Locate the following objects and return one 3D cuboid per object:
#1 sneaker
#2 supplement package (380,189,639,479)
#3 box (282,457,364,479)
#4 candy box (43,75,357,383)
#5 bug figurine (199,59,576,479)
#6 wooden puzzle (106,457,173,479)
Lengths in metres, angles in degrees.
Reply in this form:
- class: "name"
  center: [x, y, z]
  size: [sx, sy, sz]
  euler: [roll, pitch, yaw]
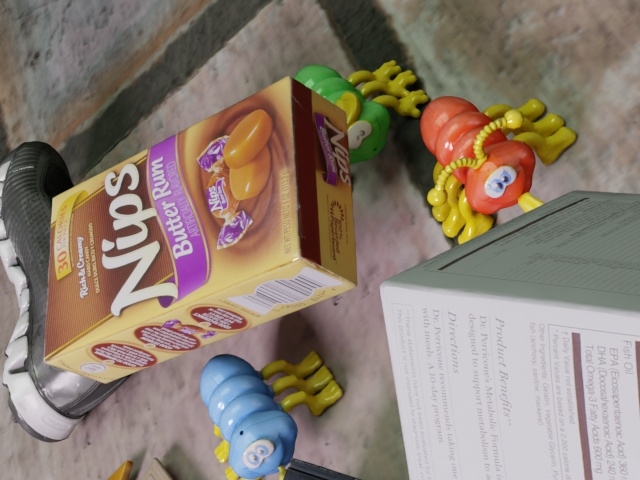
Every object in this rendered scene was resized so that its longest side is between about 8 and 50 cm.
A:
- class: "sneaker"
  center: [-0.162, 0.015, 0.890]
  size: [0.106, 0.078, 0.234]
  euler: [-31, 50, 21]
- class: "supplement package"
  center: [0.162, 0.067, 0.466]
  size: [0.244, 0.139, 0.134]
  euler: [6, 111, 45]
- class: "box"
  center: [0.020, 0.225, 0.593]
  size: [0.175, 0.051, 0.220]
  euler: [9, 71, 45]
- class: "candy box"
  center: [-0.070, -0.001, 0.720]
  size: [0.187, 0.053, 0.109]
  euler: [-24, 56, 33]
- class: "bug figurine"
  center: [0.000, 0.000, 0.747]
  size: [0.279, 0.072, 0.216]
  euler: [-50, 41, 7]
- class: "wooden puzzle"
  center: [-0.101, 0.173, 0.773]
  size: [0.078, 0.014, 0.116]
  euler: [-51, 41, 11]
